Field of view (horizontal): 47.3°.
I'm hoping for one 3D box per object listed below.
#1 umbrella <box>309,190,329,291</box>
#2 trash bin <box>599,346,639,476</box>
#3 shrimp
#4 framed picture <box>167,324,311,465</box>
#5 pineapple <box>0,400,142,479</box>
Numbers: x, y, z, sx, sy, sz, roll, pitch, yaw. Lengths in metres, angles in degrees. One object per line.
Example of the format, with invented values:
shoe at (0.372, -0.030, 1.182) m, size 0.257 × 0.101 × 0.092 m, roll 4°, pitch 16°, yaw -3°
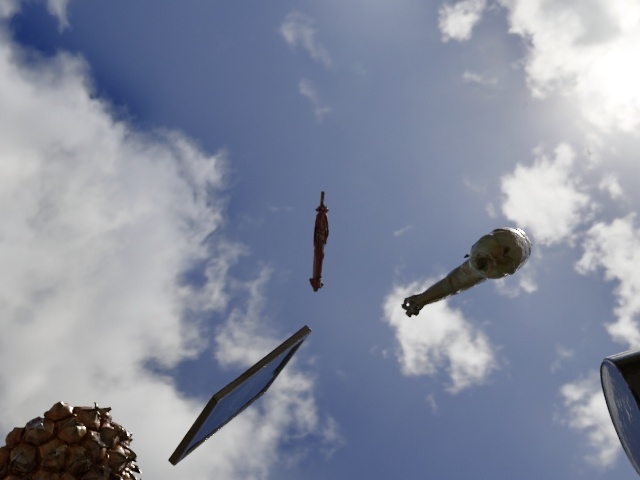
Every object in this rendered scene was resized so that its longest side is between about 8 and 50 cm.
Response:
umbrella at (0.000, 0.000, 1.152) m, size 0.025 × 0.027 × 0.165 m, roll 4°, pitch -106°, yaw 3°
trash bin at (0.567, 0.198, 0.962) m, size 0.334 × 0.214 × 0.214 m, roll -18°, pitch -96°, yaw 3°
shrimp at (0.150, 0.038, 0.792) m, size 0.049 × 0.166 × 0.161 m, roll 63°, pitch -162°, yaw 8°
framed picture at (-0.130, 0.247, 1.190) m, size 0.023 × 0.189 × 0.260 m, roll 43°, pitch -146°, yaw 13°
pineapple at (-0.306, 0.387, 1.018) m, size 0.262 × 0.272 × 0.262 m, roll -19°, pitch -62°, yaw -41°
